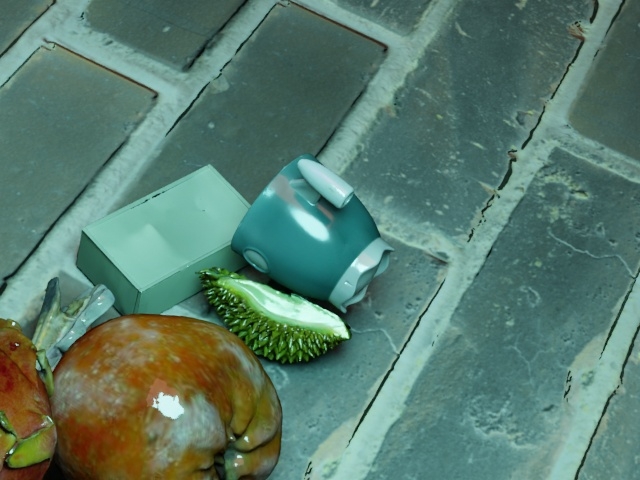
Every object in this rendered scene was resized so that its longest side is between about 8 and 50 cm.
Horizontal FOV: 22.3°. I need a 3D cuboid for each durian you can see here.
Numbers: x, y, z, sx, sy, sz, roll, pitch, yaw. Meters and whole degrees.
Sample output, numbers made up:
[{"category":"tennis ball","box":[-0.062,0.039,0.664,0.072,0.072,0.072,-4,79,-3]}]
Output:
[{"category":"durian","box":[-0.072,0.104,2.157,0.220,0.137,0.095,28,86,-1]}]

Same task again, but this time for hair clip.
[{"category":"hair clip","box":[-0.344,0.136,2.028,0.075,0.146,0.257,49,45,-28]}]

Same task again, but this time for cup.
[{"category":"cup","box":[0.000,0.000,2.130,0.173,0.300,0.167,38,63,10]}]

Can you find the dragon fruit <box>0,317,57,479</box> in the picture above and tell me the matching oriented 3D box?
[{"category":"dragon fruit","box":[-0.406,0.216,1.767,0.250,0.250,0.315,2,30,-14]}]

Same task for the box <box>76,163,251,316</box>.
[{"category":"box","box":[-0.202,0.007,2.212,0.225,0.086,0.129,-29,63,-34]}]

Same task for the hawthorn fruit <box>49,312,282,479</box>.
[{"category":"hawthorn fruit","box":[-0.186,0.208,1.915,0.284,0.284,0.284,8,47,-9]}]
